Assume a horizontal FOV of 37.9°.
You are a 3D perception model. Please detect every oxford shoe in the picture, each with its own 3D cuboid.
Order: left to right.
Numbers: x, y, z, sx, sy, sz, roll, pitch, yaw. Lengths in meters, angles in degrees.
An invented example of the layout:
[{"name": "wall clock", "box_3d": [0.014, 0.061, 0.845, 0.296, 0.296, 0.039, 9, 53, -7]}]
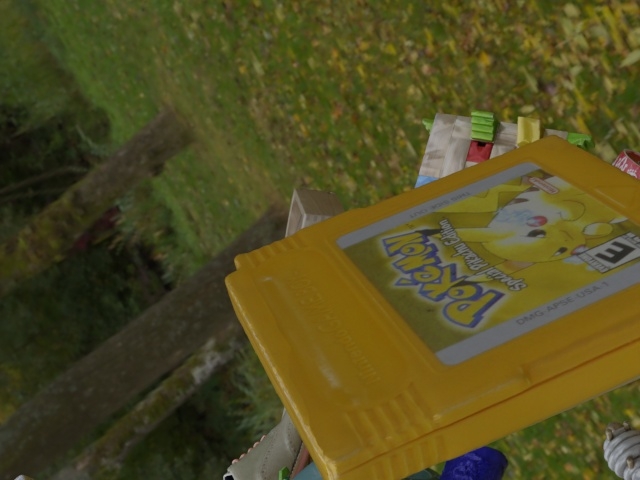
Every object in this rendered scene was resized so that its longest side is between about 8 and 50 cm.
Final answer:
[{"name": "oxford shoe", "box_3d": [-0.083, 0.369, 1.563, 0.397, 0.146, 0.141, -75, -8, -49]}]

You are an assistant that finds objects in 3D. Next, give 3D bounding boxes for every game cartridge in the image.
[{"name": "game cartridge", "box_3d": [0.108, 0.031, 0.687, 0.285, 0.323, 0.053, -130, 24, -59]}]

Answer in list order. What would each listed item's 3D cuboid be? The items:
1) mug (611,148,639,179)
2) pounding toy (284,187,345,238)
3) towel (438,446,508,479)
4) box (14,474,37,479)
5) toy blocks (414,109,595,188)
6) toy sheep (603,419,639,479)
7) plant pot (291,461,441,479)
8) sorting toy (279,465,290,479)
[{"name": "mug", "box_3d": [0.551, -0.061, 1.668, 0.150, 0.113, 0.169, 29, 117, 3]}, {"name": "pounding toy", "box_3d": [0.000, 0.000, 1.512, 0.130, 0.100, 0.141, -112, 31, -63]}, {"name": "towel", "box_3d": [0.105, 0.374, 1.020, 0.076, 0.308, 0.228, 25, 159, 18]}, {"name": "box", "box_3d": [-0.220, 0.369, 0.936, 0.311, 0.121, 0.148, 43, -166, -43]}, {"name": "toy blocks", "box_3d": [0.353, -0.112, 1.951, 0.381, 0.261, 0.190, 13, 171, 27]}, {"name": "toy sheep", "box_3d": [0.501, 0.345, 1.495, 0.132, 0.091, 0.091, -112, 4, -46]}, {"name": "plant pot", "box_3d": [0.061, 0.388, 1.246, 0.292, 0.196, 0.293, 15, 179, 0]}, {"name": "sorting toy", "box_3d": [-0.040, 0.299, 1.049, 0.083, 0.012, 0.062, -88, -6, -45]}]
